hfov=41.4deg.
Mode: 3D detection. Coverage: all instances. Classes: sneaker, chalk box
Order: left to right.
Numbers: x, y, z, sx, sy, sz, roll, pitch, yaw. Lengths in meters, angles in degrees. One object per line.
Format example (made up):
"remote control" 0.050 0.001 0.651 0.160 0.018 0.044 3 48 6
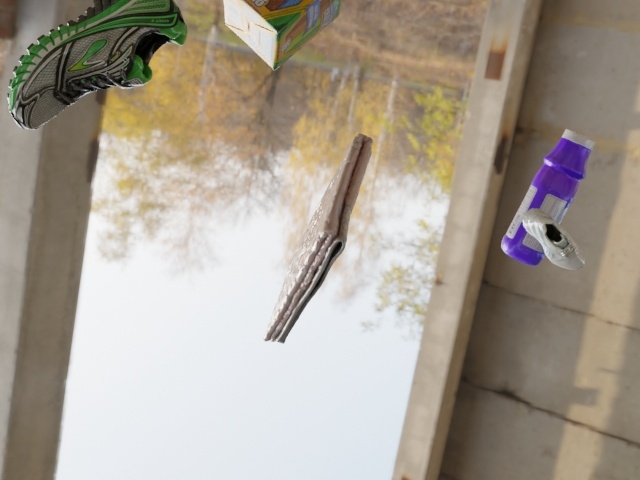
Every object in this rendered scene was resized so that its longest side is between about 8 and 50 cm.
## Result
"sneaker" -0.377 -0.301 1.426 0.146 0.343 0.134 51 -178 6
"chalk box" -0.060 -0.570 1.939 0.179 0.289 0.180 45 166 9
"sneaker" 0.411 0.007 1.464 0.152 0.053 0.061 40 -177 -25

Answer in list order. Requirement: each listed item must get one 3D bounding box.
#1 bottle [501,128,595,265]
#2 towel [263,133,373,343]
"bottle" 0.472 -0.089 1.745 0.092 0.283 0.118 26 -169 7
"towel" 0.000 0.000 1.630 0.053 0.332 0.317 25 -139 -6
